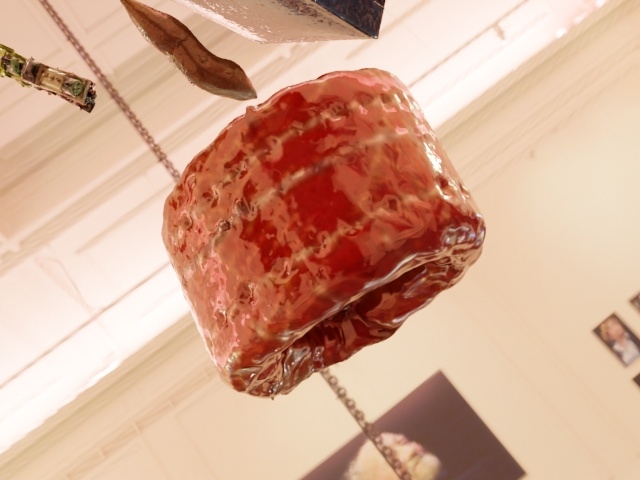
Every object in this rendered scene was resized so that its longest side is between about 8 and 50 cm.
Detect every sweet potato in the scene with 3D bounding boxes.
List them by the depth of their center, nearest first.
[{"bbox_3d":[-0.169,-0.240,1.013,0.218,0.065,0.051,33,-47,-31],"label":"sweet potato"}]

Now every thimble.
[{"bbox_3d":[0.000,0.000,0.864,0.350,0.230,0.350,-27,-19,-10],"label":"thimble"}]

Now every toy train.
[{"bbox_3d":[-0.461,-0.268,1.228,0.053,0.250,0.085,-67,-18,1],"label":"toy train"}]

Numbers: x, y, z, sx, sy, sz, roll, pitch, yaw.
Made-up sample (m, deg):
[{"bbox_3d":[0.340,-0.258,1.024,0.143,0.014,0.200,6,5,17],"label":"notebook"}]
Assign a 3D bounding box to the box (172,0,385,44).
[{"bbox_3d":[-0.085,-0.387,1.149,0.279,0.261,0.116,14,-92,-49],"label":"box"}]
